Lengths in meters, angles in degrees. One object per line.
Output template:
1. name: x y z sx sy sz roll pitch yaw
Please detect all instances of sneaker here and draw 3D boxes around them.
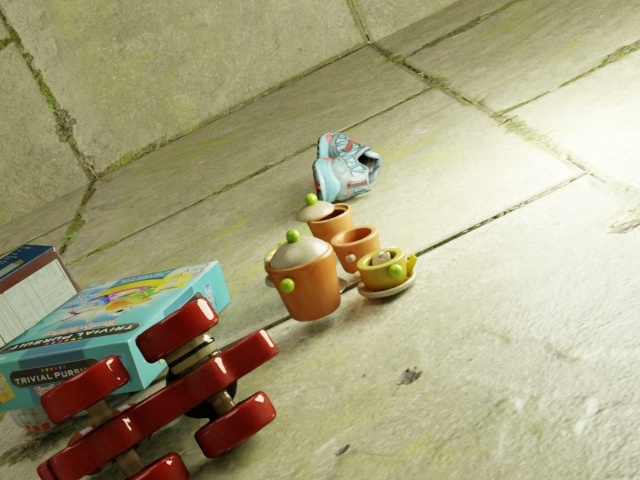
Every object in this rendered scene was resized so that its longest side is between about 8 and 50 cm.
1. sneaker: 0.058 -0.136 2.045 0.125 0.104 0.262 -6 24 7
2. sneaker: -0.391 0.246 1.620 0.157 0.061 0.065 -12 7 17

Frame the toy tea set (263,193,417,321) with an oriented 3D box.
1. toy tea set: 0.000 0.000 1.576 0.200 0.124 0.336 -21 20 -10

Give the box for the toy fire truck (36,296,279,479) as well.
1. toy fire truck: -0.201 0.204 1.304 0.302 0.169 0.254 -32 -1 -21

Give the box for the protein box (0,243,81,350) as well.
1. protein box: -0.618 0.116 2.171 0.201 0.136 0.199 -35 19 -27

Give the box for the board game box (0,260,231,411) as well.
1. board game box: -0.318 0.139 1.646 0.253 0.079 0.336 -11 14 20

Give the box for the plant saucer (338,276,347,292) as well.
1. plant saucer: -0.001 0.074 1.604 0.083 0.015 0.083 -24 17 8
